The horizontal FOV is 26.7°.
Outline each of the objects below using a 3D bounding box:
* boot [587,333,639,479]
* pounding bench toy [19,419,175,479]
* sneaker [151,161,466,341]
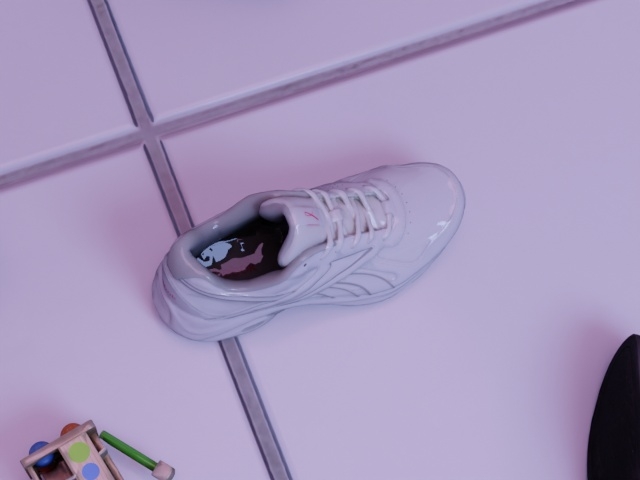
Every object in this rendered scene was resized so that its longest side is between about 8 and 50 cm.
[{"bbox_3d":[0.333,0.189,0.899,0.280,0.096,0.264,4,49,-14],"label":"boot"},{"bbox_3d":[-0.145,0.148,0.880,0.083,0.052,0.065,-30,77,-15],"label":"pounding bench toy"},{"bbox_3d":[0.000,0.000,0.912,0.232,0.115,0.090,-22,76,-13],"label":"sneaker"}]
